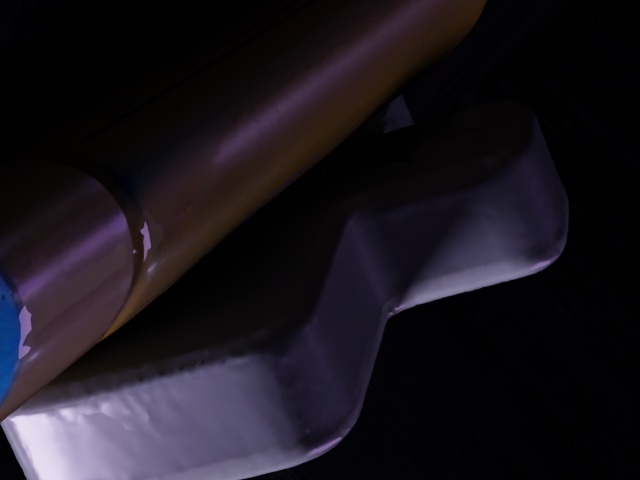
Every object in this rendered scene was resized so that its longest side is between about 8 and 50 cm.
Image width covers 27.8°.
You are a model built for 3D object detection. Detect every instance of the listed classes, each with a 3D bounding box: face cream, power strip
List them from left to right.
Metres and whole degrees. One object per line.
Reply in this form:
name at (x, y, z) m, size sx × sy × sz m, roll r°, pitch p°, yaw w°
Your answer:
face cream at (-0.055, -0.025, 0.444) m, size 0.285 × 0.067 × 0.139 m, roll -41°, pitch -172°, yaw -40°
power strip at (0.000, 0.001, 0.520) m, size 0.194 × 0.059 × 0.265 m, roll -16°, pitch -159°, yaw 18°
